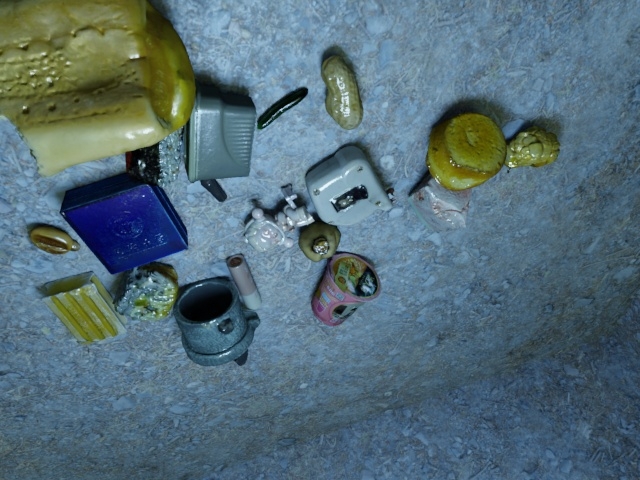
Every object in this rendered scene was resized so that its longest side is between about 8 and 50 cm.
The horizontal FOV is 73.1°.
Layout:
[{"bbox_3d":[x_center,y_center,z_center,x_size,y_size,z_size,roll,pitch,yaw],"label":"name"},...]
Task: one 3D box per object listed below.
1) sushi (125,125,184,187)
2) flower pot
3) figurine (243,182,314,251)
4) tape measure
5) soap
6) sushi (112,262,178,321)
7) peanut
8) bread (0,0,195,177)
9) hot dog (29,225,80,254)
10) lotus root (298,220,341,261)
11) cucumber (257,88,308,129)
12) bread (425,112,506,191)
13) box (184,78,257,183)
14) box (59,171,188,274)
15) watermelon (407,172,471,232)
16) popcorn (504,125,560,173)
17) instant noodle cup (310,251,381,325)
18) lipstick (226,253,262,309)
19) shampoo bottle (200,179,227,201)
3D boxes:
[{"bbox_3d":[-0.439,-0.258,1.153,0.126,0.136,0.225,8,110,4],"label":"sushi"},{"bbox_3d":[-0.376,0.318,1.619,0.298,0.299,0.283,-12,126,-9],"label":"flower pot"},{"bbox_3d":[-0.161,-0.058,1.462,0.256,0.145,0.182,-32,153,7],"label":"figurine"},{"bbox_3d":[0.097,-0.166,1.450,0.265,0.130,0.258,-31,135,10],"label":"tape measure"},{"bbox_3d":[-0.822,0.246,1.523,0.173,0.089,0.274,-14,133,-6],"label":"soap"},{"bbox_3d":[-0.600,0.171,1.499,0.184,0.139,0.274,17,120,-34],"label":"sushi"},{"bbox_3d":[0.060,-0.415,1.233,0.108,0.095,0.226,-23,133,-3],"label":"peanut"},{"bbox_3d":[-0.484,-0.357,0.960,0.393,0.250,0.361,-16,100,-8],"label":"bread"},{"bbox_3d":[-0.815,0.000,1.329,0.140,0.060,0.090,23,124,-26],"label":"hot dog"},{"bbox_3d":[0.000,0.000,1.525,0.154,0.257,0.140,-29,94,0],"label":"lotus root"},{"bbox_3d":[-0.112,-0.382,1.247,0.184,0.033,0.036,-35,115,10],"label":"cucumber"},{"bbox_3d":[0.472,-0.294,1.396,0.268,0.269,0.145,-6,171,-14],"label":"bread"},{"bbox_3d":[-0.283,-0.298,1.203,0.178,0.138,0.274,-4,135,-24],"label":"box"},{"bbox_3d":[-0.585,-0.053,1.324,0.261,0.116,0.279,-20,135,-3],"label":"box"},{"bbox_3d":[0.446,-0.154,1.533,0.193,0.232,0.310,40,126,-2],"label":"watermelon"},{"bbox_3d":[0.747,-0.330,1.524,0.194,0.141,0.163,-8,163,2],"label":"popcorn"},{"bbox_3d":[0.082,0.212,1.734,0.243,0.244,0.255,10,135,-27],"label":"instant noodle cup"},{"bbox_3d":[-0.287,0.164,1.650,0.070,0.070,0.255,-17,134,-4],"label":"lipstick"},{"bbox_3d":[-0.344,-0.174,1.355,0.048,0.027,0.137,-30,133,5],"label":"shampoo bottle"}]
